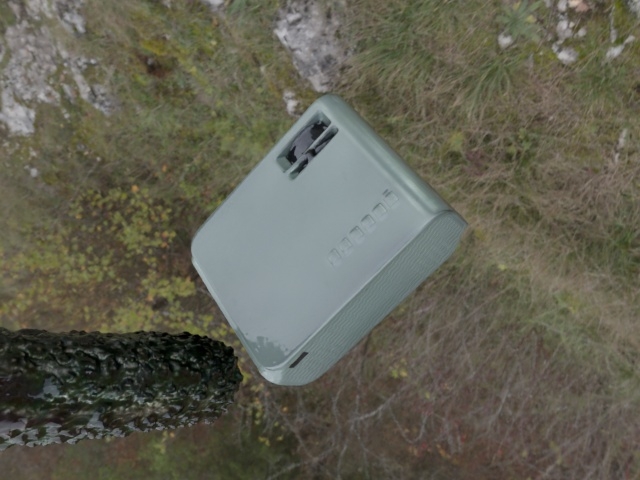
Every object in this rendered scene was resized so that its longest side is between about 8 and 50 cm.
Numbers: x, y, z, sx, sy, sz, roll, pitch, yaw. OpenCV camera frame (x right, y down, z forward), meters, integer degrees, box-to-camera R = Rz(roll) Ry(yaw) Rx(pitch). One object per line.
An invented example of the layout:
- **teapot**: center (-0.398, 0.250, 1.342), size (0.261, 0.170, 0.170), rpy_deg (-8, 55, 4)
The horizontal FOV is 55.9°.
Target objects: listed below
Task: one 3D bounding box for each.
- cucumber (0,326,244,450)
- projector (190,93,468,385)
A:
- **cucumber**: center (-0.189, 0.108, 0.469), size (0.096, 0.359, 0.096), rpy_deg (-5, 76, 22)
- **projector**: center (0.000, 0.000, 0.651), size (0.250, 0.108, 0.198), rpy_deg (-46, 60, 12)
